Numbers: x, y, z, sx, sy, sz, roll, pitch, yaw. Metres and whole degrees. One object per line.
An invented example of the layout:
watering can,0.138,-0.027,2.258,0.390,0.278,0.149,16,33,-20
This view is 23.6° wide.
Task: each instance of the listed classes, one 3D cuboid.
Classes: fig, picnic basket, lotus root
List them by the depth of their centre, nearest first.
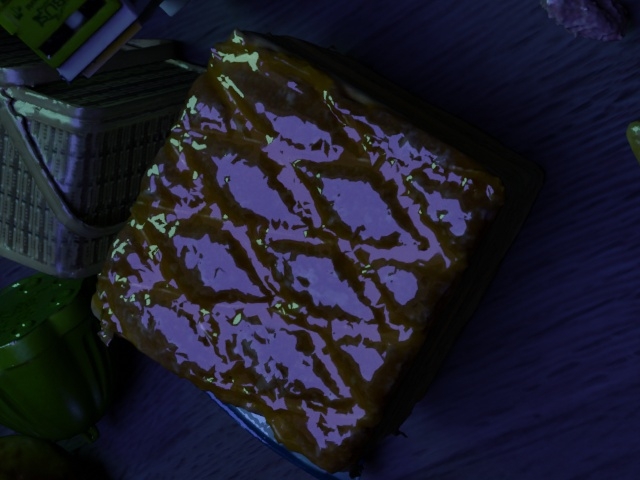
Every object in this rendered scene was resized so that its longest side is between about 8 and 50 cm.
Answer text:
picnic basket,-0.260,-0.107,1.429,0.313,0.228,0.175,19,112,28
lotus root,-0.266,0.135,1.532,0.186,0.186,0.186,7,103,30
fig,-0.312,0.304,1.581,0.181,0.181,0.191,36,138,21

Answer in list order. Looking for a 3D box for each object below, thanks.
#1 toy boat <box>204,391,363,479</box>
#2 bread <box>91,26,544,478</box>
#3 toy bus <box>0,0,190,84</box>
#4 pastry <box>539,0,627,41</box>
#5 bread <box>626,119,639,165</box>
toy boat,-0.063,0.119,1.433,0.299,0.096,0.061,43,110,16
bread,0.000,0.000,1.272,0.279,0.207,0.279,29,104,16
toy bus,-0.162,-0.244,1.293,0.139,0.301,0.113,44,123,-13
pastry,0.206,-0.293,1.181,0.112,0.103,0.265,23,109,34
bread,0.344,-0.097,1.164,0.226,0.049,0.088,-29,84,33
